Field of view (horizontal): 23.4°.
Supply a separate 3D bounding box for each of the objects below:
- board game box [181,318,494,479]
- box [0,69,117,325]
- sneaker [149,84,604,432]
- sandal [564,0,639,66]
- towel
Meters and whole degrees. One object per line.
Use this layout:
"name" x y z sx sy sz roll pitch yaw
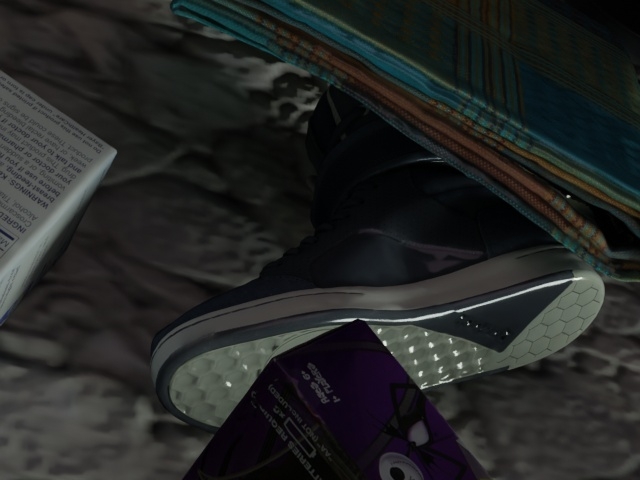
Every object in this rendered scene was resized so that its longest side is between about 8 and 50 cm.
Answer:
"board game box" 0.057 0.218 0.471 0.056 0.208 0.347 -23 66 -41
"box" -0.176 -0.017 0.639 0.126 0.072 0.137 35 40 0
"sneaker" 0.000 0.001 0.736 0.226 0.086 0.163 -10 49 -30
"sandal" 0.213 -0.214 1.095 0.097 0.054 0.254 13 46 -23
"towel" 0.065 -0.117 0.840 0.271 0.040 0.370 31 21 -6
